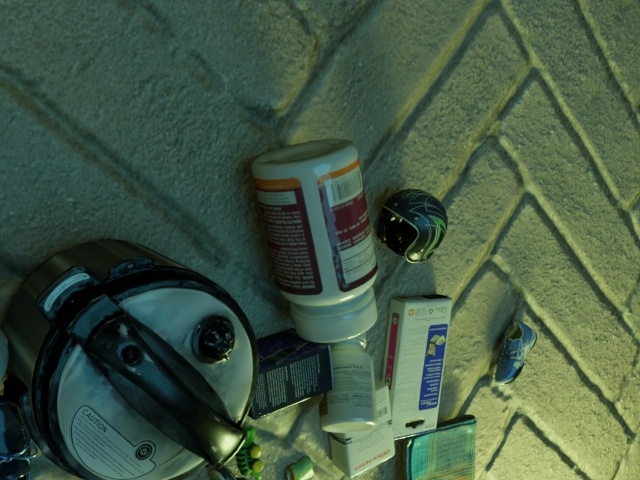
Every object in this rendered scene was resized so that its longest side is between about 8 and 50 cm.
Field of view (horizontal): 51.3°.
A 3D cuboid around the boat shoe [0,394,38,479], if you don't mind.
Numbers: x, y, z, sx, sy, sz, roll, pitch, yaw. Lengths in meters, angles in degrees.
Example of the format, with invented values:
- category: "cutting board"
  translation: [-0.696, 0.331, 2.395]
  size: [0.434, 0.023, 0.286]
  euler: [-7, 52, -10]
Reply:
- category: "boat shoe"
  translation: [-0.548, 0.403, 1.186]
  size: [0.109, 0.089, 0.258]
  euler: [-16, 108, -32]

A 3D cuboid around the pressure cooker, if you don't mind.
- category: "pressure cooker"
  translation: [-0.311, 0.197, 1.110]
  size: [0.369, 0.420, 0.376]
  euler: [3, 98, -37]

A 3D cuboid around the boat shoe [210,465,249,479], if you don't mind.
- category: "boat shoe"
  translation: [-0.177, 0.575, 1.496]
  size: [0.068, 0.081, 0.228]
  euler: [-38, 126, -27]

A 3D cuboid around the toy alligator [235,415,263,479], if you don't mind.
- category: "toy alligator"
  translation: [-0.168, 0.460, 1.489]
  size: [0.051, 0.056, 0.190]
  euler: [-15, 108, -32]

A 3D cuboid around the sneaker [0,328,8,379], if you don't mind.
- category: "sneaker"
  translation: [-0.592, 0.106, 1.040]
  size: [0.108, 0.292, 0.169]
  euler: [-32, 152, -15]

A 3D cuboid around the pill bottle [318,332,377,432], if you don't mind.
- category: "pill bottle"
  translation: [0.059, 0.315, 1.531]
  size: [0.131, 0.131, 0.229]
  euler: [20, 56, -36]

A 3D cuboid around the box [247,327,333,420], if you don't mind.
- category: "box"
  translation: [-0.098, 0.284, 1.445]
  size: [0.207, 0.153, 0.108]
  euler: [-15, 107, -34]

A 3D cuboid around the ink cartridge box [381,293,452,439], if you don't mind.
- category: "ink cartridge box"
  translation: [0.249, 0.329, 1.756]
  size: [0.175, 0.069, 0.371]
  euler: [1, 96, -36]

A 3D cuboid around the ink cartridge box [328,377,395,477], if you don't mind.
- category: "ink cartridge box"
  translation: [0.098, 0.462, 1.661]
  size: [0.148, 0.086, 0.203]
  euler: [-16, 109, -31]

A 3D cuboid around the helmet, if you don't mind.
- category: "helmet"
  translation: [0.225, -0.044, 1.605]
  size: [0.169, 0.169, 0.162]
  euler: [-6, 118, -35]

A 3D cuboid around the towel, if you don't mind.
- category: "towel"
  translation: [0.340, 0.691, 1.860]
  size: [0.271, 0.040, 0.371]
  euler: [-4, 95, -35]

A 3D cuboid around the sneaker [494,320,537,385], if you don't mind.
- category: "sneaker"
  translation: [0.566, 0.335, 1.984]
  size: [0.081, 0.080, 0.211]
  euler: [46, 63, -26]

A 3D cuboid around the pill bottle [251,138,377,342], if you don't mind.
- category: "pill bottle"
  translation: [0.000, 0.000, 1.414]
  size: [0.224, 0.224, 0.392]
  euler: [-22, 112, -30]

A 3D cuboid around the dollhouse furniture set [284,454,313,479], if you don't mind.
- category: "dollhouse furniture set"
  translation: [-0.032, 0.610, 1.615]
  size: [0.076, 0.058, 0.152]
  euler: [-21, 111, -31]
